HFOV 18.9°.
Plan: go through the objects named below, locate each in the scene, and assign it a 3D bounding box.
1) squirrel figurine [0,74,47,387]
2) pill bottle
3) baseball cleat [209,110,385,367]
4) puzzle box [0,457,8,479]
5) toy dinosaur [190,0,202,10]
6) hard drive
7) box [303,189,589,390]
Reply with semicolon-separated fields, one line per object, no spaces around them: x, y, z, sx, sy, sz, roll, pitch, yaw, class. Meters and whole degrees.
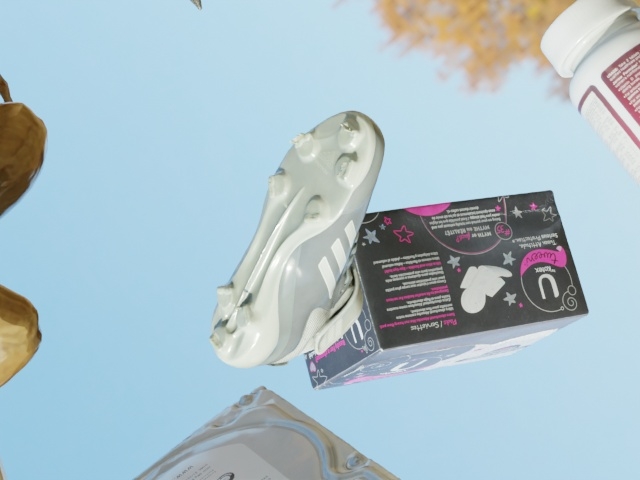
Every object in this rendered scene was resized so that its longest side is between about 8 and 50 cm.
-0.348;-0.014;1.144;0.281;0.397;0.370;45;-166;-18;squirrel figurine
0.316;-0.133;1.844;0.221;0.121;0.121;54;-160;19;pill bottle
0.000;0.000;1.311;0.109;0.206;0.072;6;-143;-46;baseball cleat
-0.483;0.235;2.053;0.409;0.272;0.052;67;-170;25;puzzle box
-0.084;-0.286;1.378;0.121;0.160;0.314;-5;-114;-23;toy dinosaur
-0.052;0.235;1.363;0.064;0.237;0.339;60;165;-26;hard drive
0.113;0.052;1.938;0.247;0.163;0.142;-7;-106;-28;box
